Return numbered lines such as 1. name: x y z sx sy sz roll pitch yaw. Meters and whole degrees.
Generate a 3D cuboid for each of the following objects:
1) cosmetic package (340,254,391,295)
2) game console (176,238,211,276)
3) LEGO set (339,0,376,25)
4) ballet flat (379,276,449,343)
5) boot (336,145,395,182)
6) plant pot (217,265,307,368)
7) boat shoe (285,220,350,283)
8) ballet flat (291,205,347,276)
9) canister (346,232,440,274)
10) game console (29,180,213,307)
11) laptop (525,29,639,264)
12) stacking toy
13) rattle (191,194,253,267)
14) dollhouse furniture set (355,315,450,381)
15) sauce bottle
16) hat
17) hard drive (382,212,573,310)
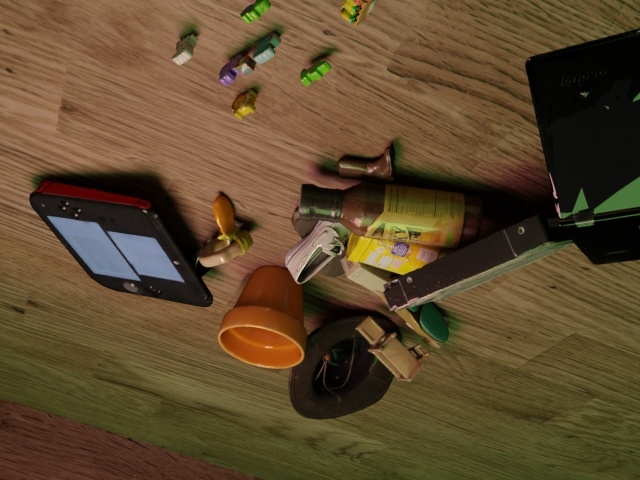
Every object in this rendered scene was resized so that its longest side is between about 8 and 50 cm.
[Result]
1. cosmetic package: 0.102 0.071 1.732 0.041 0.060 0.115 -42 132 20
2. game console: -0.320 0.044 1.894 0.107 0.071 0.122 50 138 -1
3. LEGO set: 0.105 -0.376 1.070 0.287 0.107 0.132 -21 134 39
4. ballet flat: 0.215 0.162 1.848 0.073 0.080 0.232 -12 131 46
5. boot: 0.082 -0.145 1.475 0.114 0.037 0.106 9 148 12
6. plant pot: -0.120 0.171 1.856 0.205 0.188 0.205 9 146 6
7. boat shoe: 0.021 0.003 1.604 0.083 0.076 0.226 19 125 -40
8. ballet flat: 0.000 0.000 1.699 0.084 0.058 0.250 -32 141 5
9. canister: 0.153 0.015 1.648 0.169 0.073 0.126 17 146 -9
10. game console: -0.451 0.018 1.794 0.341 0.060 0.387 12 149 25
11. laptop: 0.580 -0.143 1.268 0.381 0.237 0.408 -9 159 29
12. stacking toy: -0.116 -0.302 1.304 0.221 0.052 0.167 -20 136 35
13. rattle: -0.249 -0.015 1.740 0.143 0.130 0.199 47 161 -25
14. dollhouse furniture set: 0.193 0.224 1.928 0.182 0.161 0.101 46 164 -4
15. sauce bottle: 0.130 -0.053 1.506 0.344 0.112 0.111 7 146 1
16. hat: 0.040 0.301 2.011 0.331 0.331 0.134 44 176 -38
17. hard drive: 0.310 0.041 1.491 0.338 0.064 0.236 -26 169 31
